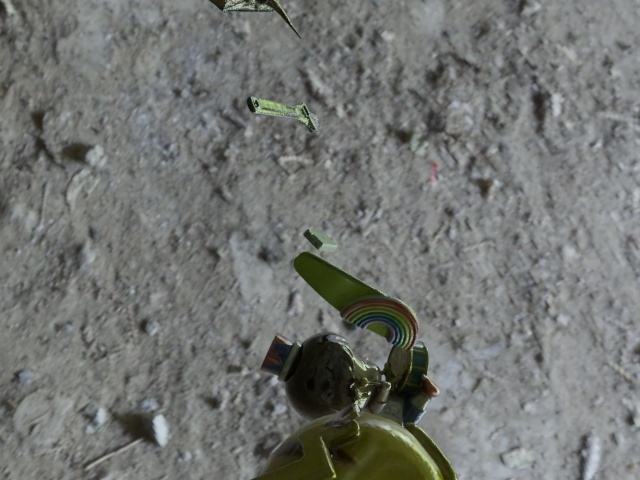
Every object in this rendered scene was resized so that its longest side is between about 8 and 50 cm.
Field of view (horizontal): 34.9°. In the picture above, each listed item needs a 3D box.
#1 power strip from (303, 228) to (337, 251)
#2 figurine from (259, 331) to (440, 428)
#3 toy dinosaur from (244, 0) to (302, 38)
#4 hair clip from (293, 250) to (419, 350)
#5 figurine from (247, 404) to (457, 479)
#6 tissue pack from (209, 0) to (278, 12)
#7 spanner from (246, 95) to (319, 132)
[{"bbox_3d":[0.000,0.000,1.685,0.040,0.016,0.090,45,11,15],"label":"power strip"},{"bbox_3d":[0.042,0.217,1.611,0.276,0.161,0.158,13,78,-21],"label":"figurine"},{"bbox_3d":[-0.097,-0.394,1.655,0.180,0.058,0.037,35,89,-13],"label":"toy dinosaur"},{"bbox_3d":[0.049,0.072,1.259,0.188,0.060,0.033,33,27,-8],"label":"hair clip"},{"bbox_3d":[-0.009,0.278,0.902,0.169,0.218,0.326,51,46,-14],"label":"figurine"},{"bbox_3d":[-0.159,-0.469,1.801,0.120,0.082,0.169,-8,38,-36],"label":"tissue pack"},{"bbox_3d":[-0.052,-0.190,1.519,0.208,0.012,0.046,-1,72,-63],"label":"spanner"}]
